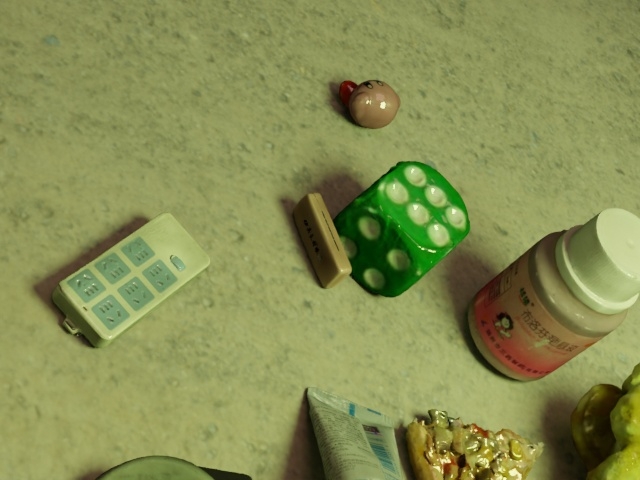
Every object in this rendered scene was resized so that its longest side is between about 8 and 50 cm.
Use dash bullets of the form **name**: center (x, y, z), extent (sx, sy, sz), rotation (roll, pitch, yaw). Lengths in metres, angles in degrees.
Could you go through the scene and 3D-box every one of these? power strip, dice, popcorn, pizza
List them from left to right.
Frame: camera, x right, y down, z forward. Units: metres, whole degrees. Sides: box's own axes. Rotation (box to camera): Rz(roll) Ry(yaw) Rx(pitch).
- **power strip**: center (-0.201, 0.041, 1.208), extent (0.081, 0.035, 0.192), rotation (47, 47, 4)
- **dice**: center (0.099, -0.016, 1.383), extent (0.128, 0.120, 0.131), rotation (49, 48, 5)
- **pizza**: center (0.197, 0.267, 1.298), extent (0.195, 0.052, 0.185), rotation (-14, 71, -39)
- **popcorn**: center (0.437, 0.274, 1.331), extent (0.276, 0.225, 0.276), rotation (26, 16, -8)

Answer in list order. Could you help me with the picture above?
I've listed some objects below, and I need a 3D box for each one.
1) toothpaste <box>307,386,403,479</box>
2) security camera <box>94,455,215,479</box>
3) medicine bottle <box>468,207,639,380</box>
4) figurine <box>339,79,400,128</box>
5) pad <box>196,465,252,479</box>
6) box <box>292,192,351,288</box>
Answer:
- **toothpaste**: center (0.047, 0.256, 1.151), extent (0.114, 0.073, 0.299), rotation (22, 23, -16)
- **security camera**: center (-0.154, 0.325, 0.978), extent (0.157, 0.080, 0.301), rotation (-5, 58, 1)
- **medicine bottle**: center (0.298, 0.065, 1.367), extent (0.147, 0.247, 0.147), rotation (16, 52, -22)
- **figurine**: center (0.074, -0.185, 1.522), extent (0.083, 0.071, 0.067), rotation (-5, 104, -26)
- **pad**: center (-0.133, 0.285, 1.068), extent (0.112, 0.003, 0.157), rotation (8, 49, 6)
- **box**: center (0.000, 0.000, 1.358), extent (0.025, 0.048, 0.115), rotation (-3, 62, -39)
